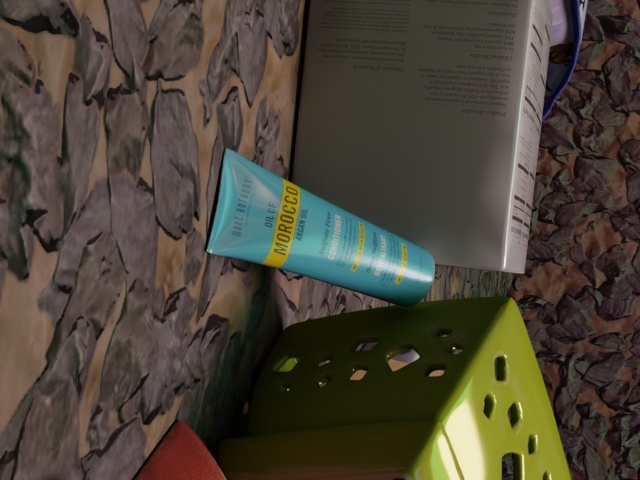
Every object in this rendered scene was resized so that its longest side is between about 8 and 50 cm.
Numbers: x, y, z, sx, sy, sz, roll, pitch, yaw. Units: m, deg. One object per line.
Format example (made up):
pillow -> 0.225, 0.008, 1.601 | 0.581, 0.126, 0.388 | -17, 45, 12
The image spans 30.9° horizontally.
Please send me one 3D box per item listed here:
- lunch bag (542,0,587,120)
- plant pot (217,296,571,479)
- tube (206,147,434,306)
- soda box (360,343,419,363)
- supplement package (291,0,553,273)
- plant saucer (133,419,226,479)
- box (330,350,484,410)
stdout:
lunch bag -> 0.211, -0.362, 1.358 | 0.385, 0.239, 0.328 | 57, 38, -55
plant pot -> 0.059, 0.198, 0.938 | 0.207, 0.227, 0.228 | -48, 123, -55
tube -> 0.000, 0.000, 0.909 | 0.207, 0.052, 0.080 | 21, 66, -36
soda box -> 0.090, 0.154, 1.384 | 0.216, 0.069, 0.074 | -39, 132, -70
supplement package -> 0.100, -0.109, 1.085 | 0.198, 0.199, 0.263 | 9, 87, -75
plant saucer -> -0.108, 0.292, 0.751 | 0.258, 0.047, 0.259 | -55, 146, -61
box -> 0.097, 0.214, 1.234 | 0.021, 0.201, 0.164 | 152, -51, -64
